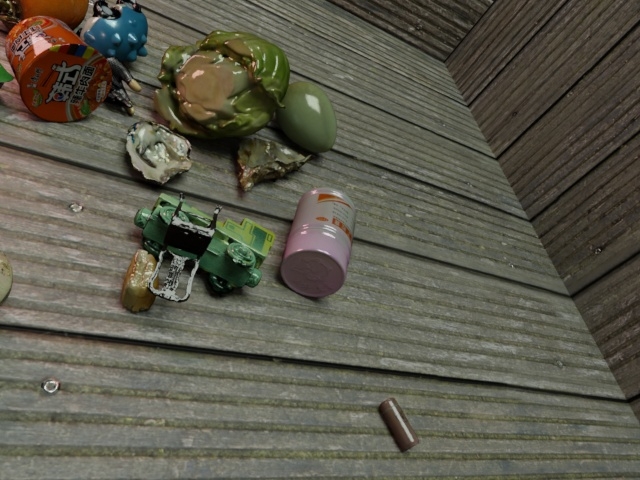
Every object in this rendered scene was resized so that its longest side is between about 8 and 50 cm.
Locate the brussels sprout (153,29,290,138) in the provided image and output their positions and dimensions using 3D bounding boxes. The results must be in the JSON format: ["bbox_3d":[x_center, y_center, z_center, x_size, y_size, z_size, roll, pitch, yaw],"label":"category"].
[{"bbox_3d":[-0.308,-0.516,1.847,0.361,0.425,0.342,-33,122,-73],"label":"brussels sprout"}]

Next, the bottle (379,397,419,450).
[{"bbox_3d":[0.217,0.507,1.518,0.053,0.053,0.140,-7,57,-44],"label":"bottle"}]

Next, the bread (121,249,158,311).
[{"bbox_3d":[-0.429,0.099,1.320,0.082,0.106,0.125,20,44,-25],"label":"bread"}]

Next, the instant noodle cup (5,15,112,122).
[{"bbox_3d":[-0.740,-0.488,1.533,0.250,0.250,0.192,-12,54,-46],"label":"instant noodle cup"}]

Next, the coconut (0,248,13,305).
[{"bbox_3d":[-0.696,0.065,1.050,0.171,0.183,0.171,-6,59,9],"label":"coconut"}]

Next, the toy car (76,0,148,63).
[{"bbox_3d":[-0.665,-0.675,1.815,0.190,0.188,0.255,46,32,-10],"label":"toy car"}]

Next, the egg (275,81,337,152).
[{"bbox_3d":[-0.046,-0.472,2.121,0.295,0.218,0.218,54,38,3],"label":"egg"}]

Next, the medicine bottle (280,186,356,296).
[{"bbox_3d":[0.000,0.000,1.711,0.202,0.202,0.316,29,40,-15],"label":"medicine bottle"}]

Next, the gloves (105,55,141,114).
[{"bbox_3d":[-0.647,-0.473,1.722,0.129,0.106,0.180,-47,117,-51],"label":"gloves"}]

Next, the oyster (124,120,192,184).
[{"bbox_3d":[-0.493,-0.259,1.638,0.214,0.083,0.223,36,43,-2],"label":"oyster"}]

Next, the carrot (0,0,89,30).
[{"bbox_3d":[-0.875,-0.717,1.670,0.193,0.214,0.331,20,28,20],"label":"carrot"}]

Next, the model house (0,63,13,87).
[{"bbox_3d":[-0.909,-0.438,1.448,0.167,0.088,0.117,45,38,7],"label":"model house"}]

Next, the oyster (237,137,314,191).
[{"bbox_3d":[-0.196,-0.275,1.915,0.204,0.111,0.396,34,35,20],"label":"oyster"}]

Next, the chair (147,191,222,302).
[{"bbox_3d":[-0.319,0.018,1.292,0.106,0.113,0.229,19,55,-15],"label":"chair"}]

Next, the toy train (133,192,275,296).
[{"bbox_3d":[-0.316,-0.009,1.501,0.369,0.150,0.237,31,30,-13],"label":"toy train"}]
